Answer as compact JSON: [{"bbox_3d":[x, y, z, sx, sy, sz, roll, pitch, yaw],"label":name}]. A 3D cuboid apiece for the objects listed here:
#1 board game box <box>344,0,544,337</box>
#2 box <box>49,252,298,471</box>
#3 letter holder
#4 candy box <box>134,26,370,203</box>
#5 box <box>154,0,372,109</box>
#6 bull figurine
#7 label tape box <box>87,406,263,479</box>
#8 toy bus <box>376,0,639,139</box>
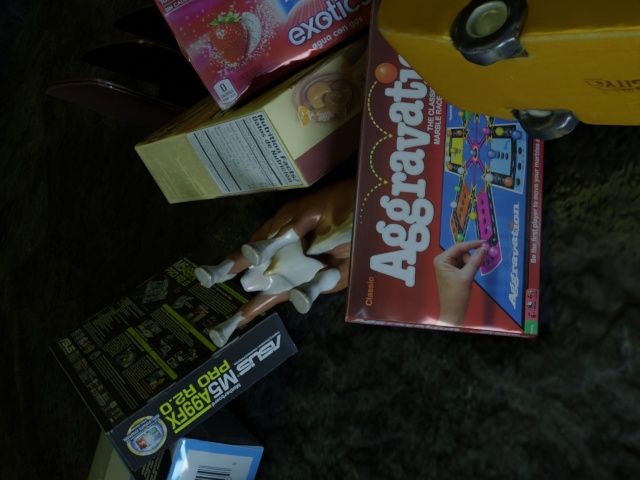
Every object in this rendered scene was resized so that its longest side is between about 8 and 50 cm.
[{"bbox_3d":[0.102,-0.070,0.681,0.027,0.145,0.281,89,-174,-76],"label":"board game box"},{"bbox_3d":[-0.181,0.126,1.005,0.216,0.060,0.270,-35,27,-18],"label":"box"},{"bbox_3d":[-0.263,-0.261,1.261,0.302,0.214,0.152,11,88,59],"label":"letter holder"},{"bbox_3d":[-0.050,-0.127,0.901,0.183,0.088,0.316,-40,19,-26],"label":"candy box"},{"bbox_3d":[-0.014,-0.243,0.802,0.256,0.123,0.128,-30,18,5],"label":"box"},{"bbox_3d":[0.000,0.000,0.808,0.101,0.188,0.310,56,146,2],"label":"bull figurine"},{"bbox_3d":[-0.219,0.293,1.076,0.347,0.115,0.249,25,100,57],"label":"label tape box"},{"bbox_3d":[0.194,-0.142,0.534,0.332,0.108,0.130,9,70,45],"label":"toy bus"}]
